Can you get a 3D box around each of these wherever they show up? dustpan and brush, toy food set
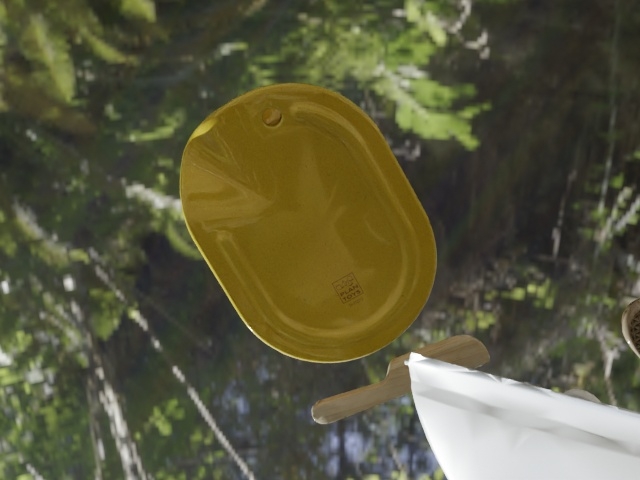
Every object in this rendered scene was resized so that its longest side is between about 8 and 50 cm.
[{"bbox_3d":[0.128,0.137,0.728,0.147,0.211,0.060,13,-142,33],"label":"dustpan and brush"},{"bbox_3d":[0.000,0.000,0.914,0.128,0.218,0.071,-28,-162,2],"label":"toy food set"}]

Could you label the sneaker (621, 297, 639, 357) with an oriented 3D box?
[{"bbox_3d":[0.334,0.091,1.345,0.188,0.066,0.071,24,-167,-26],"label":"sneaker"}]
